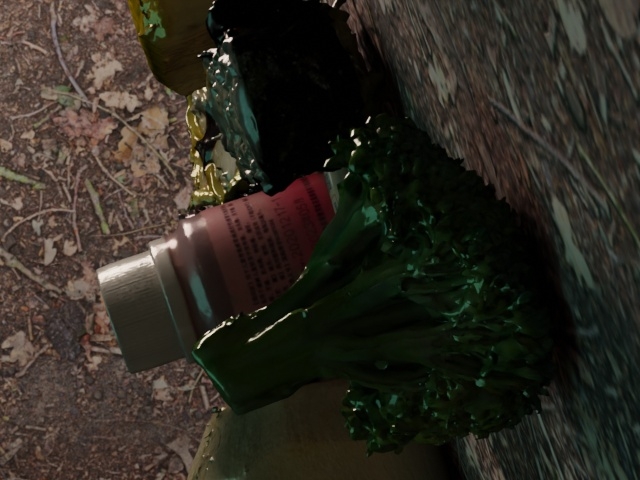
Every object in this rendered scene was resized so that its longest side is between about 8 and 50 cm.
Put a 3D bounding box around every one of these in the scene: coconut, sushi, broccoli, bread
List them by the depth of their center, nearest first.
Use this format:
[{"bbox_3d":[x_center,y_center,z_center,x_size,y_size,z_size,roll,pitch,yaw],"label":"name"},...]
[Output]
[{"bbox_3d":[0.020,0.038,0.940,0.219,0.194,0.194,142,110,-78],"label":"broccoli"},{"bbox_3d":[-0.021,-0.114,1.244,0.212,0.115,0.147,146,102,-83],"label":"sushi"},{"bbox_3d":[0.007,0.254,1.553,0.245,0.245,0.247,112,144,-82],"label":"coconut"},{"bbox_3d":[-0.145,-0.323,1.649,0.323,0.143,0.333,157,94,-86],"label":"bread"},{"bbox_3d":[-0.099,-0.120,1.941,0.291,0.139,0.131,-112,14,-46],"label":"sushi"}]

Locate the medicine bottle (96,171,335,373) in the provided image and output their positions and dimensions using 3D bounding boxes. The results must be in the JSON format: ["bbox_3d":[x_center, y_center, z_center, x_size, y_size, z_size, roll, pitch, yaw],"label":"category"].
[{"bbox_3d":[-0.069,0.034,1.526,0.147,0.247,0.147,161,90,-85],"label":"medicine bottle"}]

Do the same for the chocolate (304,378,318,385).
[{"bbox_3d":[-0.020,0.162,1.878,0.261,0.083,0.161,44,-140,-59],"label":"chocolate"}]

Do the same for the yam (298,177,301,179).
[{"bbox_3d":[0.000,0.000,1.674,0.070,0.069,0.146,112,141,-82],"label":"yam"}]

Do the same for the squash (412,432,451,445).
[{"bbox_3d":[0.070,0.073,1.205,0.219,0.068,0.077,78,180,-55],"label":"squash"}]

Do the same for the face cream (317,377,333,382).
[{"bbox_3d":[0.018,0.093,1.780,0.073,0.073,0.283,-122,14,-68],"label":"face cream"}]

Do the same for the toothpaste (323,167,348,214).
[{"bbox_3d":[0.024,-0.051,1.376,0.069,0.047,0.268,42,-154,-60],"label":"toothpaste"}]
